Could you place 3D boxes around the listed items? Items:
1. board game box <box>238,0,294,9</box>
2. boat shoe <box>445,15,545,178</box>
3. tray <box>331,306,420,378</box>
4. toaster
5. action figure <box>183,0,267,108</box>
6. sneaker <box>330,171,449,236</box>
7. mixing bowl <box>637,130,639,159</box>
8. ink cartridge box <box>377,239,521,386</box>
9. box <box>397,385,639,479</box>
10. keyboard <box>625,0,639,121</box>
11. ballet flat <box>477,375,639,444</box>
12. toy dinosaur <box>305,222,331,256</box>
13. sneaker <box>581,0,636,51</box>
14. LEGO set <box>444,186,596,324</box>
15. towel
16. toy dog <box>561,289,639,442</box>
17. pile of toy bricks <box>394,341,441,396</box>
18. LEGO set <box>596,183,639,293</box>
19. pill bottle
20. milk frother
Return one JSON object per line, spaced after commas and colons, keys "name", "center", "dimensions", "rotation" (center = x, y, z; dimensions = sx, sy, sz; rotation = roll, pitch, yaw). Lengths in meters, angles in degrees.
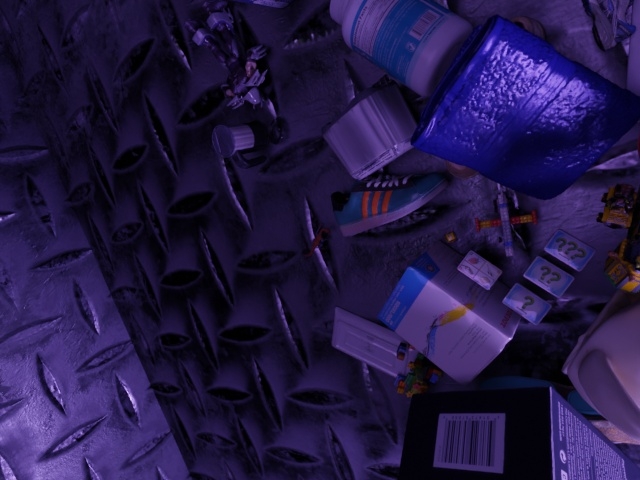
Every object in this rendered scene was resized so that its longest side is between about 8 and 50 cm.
{"name": "board game box", "center": [-0.105, -0.553, 0.897], "dimensions": [0.136, 0.201, 0.035], "rotation": [-11, 101, 39]}
{"name": "boat shoe", "center": [0.304, -0.251, 0.778], "dimensions": [0.109, 0.098, 0.302], "rotation": [34, 125, 22]}
{"name": "tray", "center": [0.141, 0.296, 1.167], "dimensions": [0.270, 0.030, 0.145], "rotation": [20, 118, 30]}
{"name": "toaster", "center": [0.115, -0.232, 0.895], "dimensions": [0.146, 0.129, 0.227], "rotation": [59, 145, -3]}
{"name": "action figure", "center": [-0.226, -0.473, 1.096], "dimensions": [0.185, 0.099, 0.285], "rotation": [-29, 93, 33]}
{"name": "sneaker", "center": [0.138, -0.105, 0.956], "dimensions": [0.302, 0.108, 0.121], "rotation": [-22, 98, 42]}
{"name": "mixing bowl", "center": [0.562, -0.170, 0.602], "dimensions": [0.182, 0.098, 0.181], "rotation": [17, 133, 19]}
{"name": "ink cartridge box", "center": [0.283, 0.151, 0.908], "dimensions": [0.233, 0.171, 0.168], "rotation": [38, 127, 20]}
{"name": "box", "center": [0.392, 0.468, 0.806], "dimensions": [0.395, 0.212, 0.294], "rotation": [39, 140, -23]}
{"name": "keyboard", "center": [0.521, -0.316, 0.648], "dimensions": [0.072, 0.014, 0.256], "rotation": [7, 112, 41]}
{"name": "ballet flat", "center": [0.507, 0.357, 0.868], "dimensions": [0.349, 0.123, 0.123], "rotation": [-13, 100, 40]}
{"name": "toy dinosaur", "center": [0.000, 0.000, 1.133], "dimensions": [0.047, 0.090, 0.082], "rotation": [27, 156, 8]}
{"name": "sneaker", "center": [0.450, -0.373, 0.658], "dimensions": [0.058, 0.052, 0.135], "rotation": [-20, 99, 28]}
{"name": "LEGO set", "center": [0.372, 0.021, 0.825], "dimensions": [0.244, 0.060, 0.182], "rotation": [38, 100, 21]}
{"name": "towel", "center": [0.333, -0.204, 0.702], "dimensions": [0.308, 0.076, 0.227], "rotation": [20, 132, -14]}
{"name": "toy dog", "center": [0.596, 0.212, 0.571], "dimensions": [0.408, 0.395, 0.284], "rotation": [33, 113, 31]}
{"name": "pile of toy bricks", "center": [0.238, 0.334, 1.039], "dimensions": [0.118, 0.105, 0.212], "rotation": [17, 116, 5]}
{"name": "LEGO set", "center": [0.530, -0.027, 0.486], "dimensions": [0.331, 0.255, 0.192], "rotation": [26, 165, 26]}
{"name": "pill bottle", "center": [0.143, -0.405, 0.807], "dimensions": [0.264, 0.146, 0.146], "rotation": [42, 128, 17]}
{"name": "milk frother", "center": [-0.184, -0.277, 1.112], "dimensions": [0.129, 0.135, 0.143], "rotation": [48, 129, 11]}
